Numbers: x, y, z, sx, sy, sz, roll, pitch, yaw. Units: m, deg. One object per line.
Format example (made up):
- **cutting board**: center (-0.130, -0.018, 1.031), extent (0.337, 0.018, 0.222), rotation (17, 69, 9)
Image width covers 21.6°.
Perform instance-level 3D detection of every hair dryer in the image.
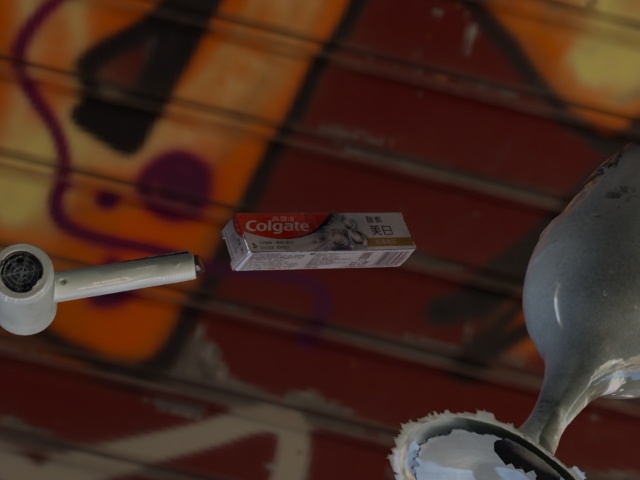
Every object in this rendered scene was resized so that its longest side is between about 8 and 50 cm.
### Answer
- **hair dryer**: center (-0.240, 0.044, 1.825), extent (0.237, 0.073, 0.131), rotation (-6, 163, -11)

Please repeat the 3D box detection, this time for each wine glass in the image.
- **wine glass**: center (0.176, 0.067, 1.077), extent (0.143, 0.143, 0.321), rotation (17, -136, 26)

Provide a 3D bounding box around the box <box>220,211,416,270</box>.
- **box**: center (0.000, 0.000, 1.804), extent (0.218, 0.039, 0.055), rotation (0, -123, -34)
